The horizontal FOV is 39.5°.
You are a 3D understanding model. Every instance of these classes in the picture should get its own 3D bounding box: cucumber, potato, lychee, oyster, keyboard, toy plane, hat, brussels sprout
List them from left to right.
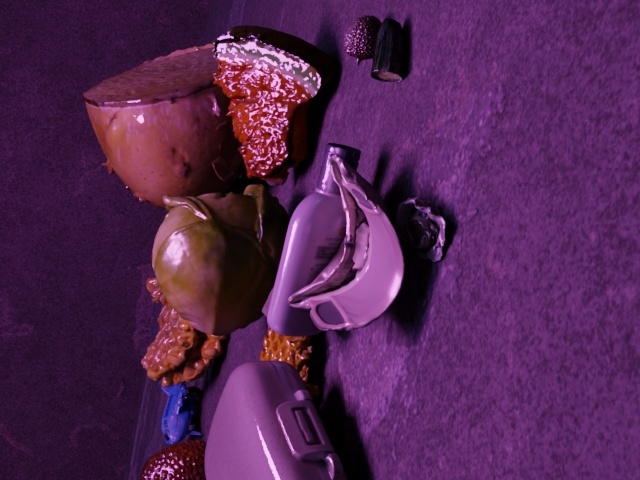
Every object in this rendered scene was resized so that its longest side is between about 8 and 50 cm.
[{"bbox_3d":[-0.360,0.438,2.281,0.271,0.105,0.254,-121,43,-64],"label":"toy plane"},{"bbox_3d":[-0.282,0.513,1.858,0.194,0.194,0.194,-170,90,-73],"label":"lychee"},{"bbox_3d":[-0.269,-0.239,1.973,0.442,0.385,0.319,-42,-51,-44],"label":"potato"},{"bbox_3d":[-0.243,-0.128,2.112,0.010,0.198,0.063,56,-133,-64],"label":"keyboard"},{"bbox_3d":[-0.186,0.024,1.696,0.227,0.259,0.294,-136,58,-62],"label":"brussels sprout"},{"bbox_3d":[0.071,-0.314,1.400,0.067,0.068,0.083,9,84,32],"label":"lychee"},{"bbox_3d":[0.063,0.014,1.187,0.226,0.164,0.219,27,105,44],"label":"hat"},{"bbox_3d":[0.102,-0.281,1.307,0.048,0.048,0.105,139,143,-64],"label":"cucumber"},{"bbox_3d":[0.130,-0.011,1.098,0.100,0.037,0.098,53,153,41],"label":"oyster"}]

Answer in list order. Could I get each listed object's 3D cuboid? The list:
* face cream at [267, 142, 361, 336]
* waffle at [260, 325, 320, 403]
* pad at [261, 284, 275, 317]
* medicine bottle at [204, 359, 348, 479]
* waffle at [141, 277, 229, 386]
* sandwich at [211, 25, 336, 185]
[{"bbox_3d":[0.000,0.000,1.336,0.071,0.144,0.291,23,107,33],"label":"face cream"},{"bbox_3d":[-0.050,0.215,1.477,0.197,0.070,0.193,157,121,-67],"label":"waffle"},{"bbox_3d":[-0.026,0.018,1.490,0.265,0.009,0.159,-64,19,1],"label":"pad"},{"bbox_3d":[-0.062,0.361,1.255,0.282,0.123,0.375,-69,30,28],"label":"medicine bottle"},{"bbox_3d":[-0.335,0.191,2.212,0.261,0.151,0.324,-37,45,35],"label":"waffle"},{"bbox_3d":[-0.080,-0.252,1.717,0.162,0.250,0.301,-26,-52,-56],"label":"sandwich"}]
